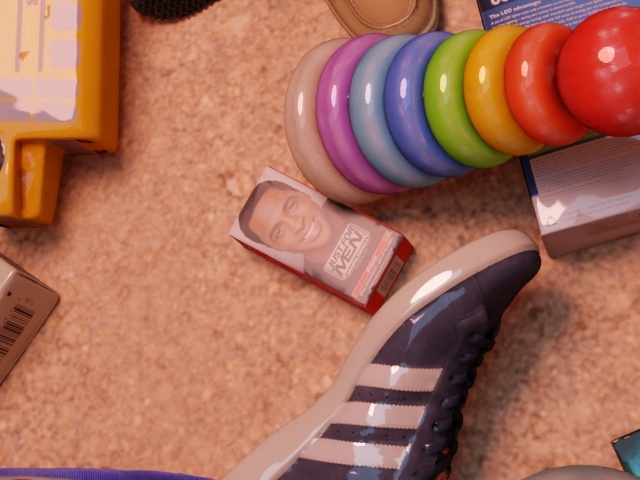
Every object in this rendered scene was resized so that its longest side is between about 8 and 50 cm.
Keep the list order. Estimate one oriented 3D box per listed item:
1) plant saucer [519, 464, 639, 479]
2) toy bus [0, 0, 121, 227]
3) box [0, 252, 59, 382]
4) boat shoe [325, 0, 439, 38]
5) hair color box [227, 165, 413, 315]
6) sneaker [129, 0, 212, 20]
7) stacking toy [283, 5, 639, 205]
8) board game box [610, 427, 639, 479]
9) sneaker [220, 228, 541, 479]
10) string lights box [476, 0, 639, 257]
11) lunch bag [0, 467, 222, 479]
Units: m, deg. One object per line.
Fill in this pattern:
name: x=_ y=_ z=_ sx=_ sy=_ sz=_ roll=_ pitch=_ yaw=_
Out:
plant saucer: x=0.190 y=0.249 z=0.951 sx=0.195 sy=0.037 sz=0.195 roll=-6 pitch=59 yaw=10
toy bus: x=-0.251 y=-0.181 z=1.188 sx=0.130 sy=0.108 sz=0.332 roll=0 pitch=85 yaw=3
box: x=-0.381 y=0.014 z=1.198 sx=0.275 sy=0.094 sz=0.113 roll=34 pitch=85 yaw=22
boat shoe: x=0.024 y=-0.295 z=1.174 sx=0.105 sy=0.089 sz=0.285 roll=-24 pitch=70 yaw=8
hair color box: x=0.000 y=0.000 z=1.122 sx=0.141 sy=0.043 sz=0.072 roll=26 pitch=84 yaw=21
sneaker: x=-0.111 y=-0.270 z=1.232 sx=0.161 sy=0.057 sz=0.075 roll=-32 pitch=52 yaw=7
stacking toy: x=0.123 y=-0.112 z=0.989 sx=0.330 sy=0.141 sz=0.141 roll=-7 pitch=69 yaw=49
board game box: x=0.331 y=0.172 z=0.990 sx=0.186 sy=0.026 sz=0.126 roll=-26 pitch=69 yaw=7
sneaker: x=0.071 y=0.152 z=1.018 sx=0.350 sy=0.131 sz=0.148 roll=-49 pitch=66 yaw=9
string lights box: x=0.215 y=-0.132 z=1.082 sx=0.133 sy=0.077 sz=0.259 roll=-15 pitch=71 yaw=10
lunch bag: x=-0.210 y=0.335 z=0.965 sx=0.385 sy=0.239 sz=0.327 roll=-1 pitch=90 yaw=13
